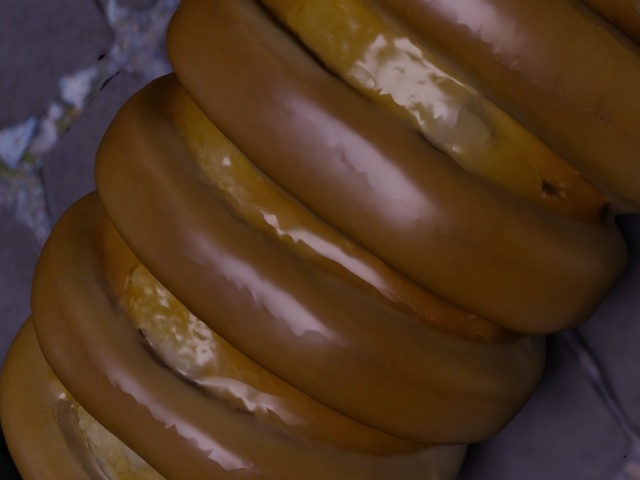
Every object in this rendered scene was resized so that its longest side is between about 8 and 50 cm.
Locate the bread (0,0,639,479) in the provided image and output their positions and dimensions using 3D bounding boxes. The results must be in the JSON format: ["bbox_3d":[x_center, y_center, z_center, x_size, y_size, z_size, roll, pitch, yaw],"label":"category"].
[{"bbox_3d":[0.000,0.000,0.519,0.173,0.121,0.311,41,112,22],"label":"bread"}]

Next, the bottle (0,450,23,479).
[{"bbox_3d":[-0.216,0.073,0.678,0.253,0.079,0.096,38,135,25],"label":"bottle"}]
